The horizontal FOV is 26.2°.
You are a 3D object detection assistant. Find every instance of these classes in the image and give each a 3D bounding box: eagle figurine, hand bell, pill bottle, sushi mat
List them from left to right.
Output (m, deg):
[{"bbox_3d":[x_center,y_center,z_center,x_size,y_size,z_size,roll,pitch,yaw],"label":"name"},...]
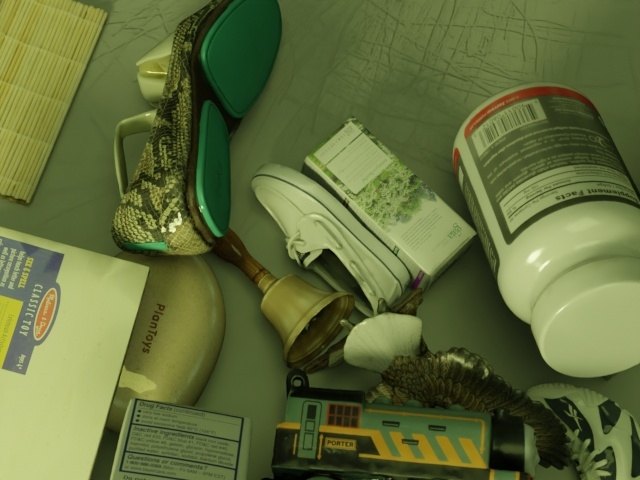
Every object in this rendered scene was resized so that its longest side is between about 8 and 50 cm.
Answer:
[{"bbox_3d":[-0.417,-0.208,1.901,0.151,0.019,0.316,18,69,-1],"label":"sushi mat"},{"bbox_3d":[-0.083,0.043,1.817,0.126,0.126,0.242,-41,68,-18],"label":"hand bell"},{"bbox_3d":[0.147,0.212,1.729,0.225,0.226,0.298,-18,67,-33],"label":"eagle figurine"},{"bbox_3d":[0.308,-0.016,1.748,0.210,0.210,0.363,-6,46,-9],"label":"pill bottle"}]

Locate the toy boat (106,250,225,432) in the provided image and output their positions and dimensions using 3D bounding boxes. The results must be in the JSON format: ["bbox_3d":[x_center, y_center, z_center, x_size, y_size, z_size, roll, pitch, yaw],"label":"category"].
[{"bbox_3d":[-0.281,0.097,1.752,0.318,0.148,0.267,24,64,-4],"label":"toy boat"}]

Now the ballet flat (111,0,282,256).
[{"bbox_3d":[-0.181,-0.170,1.815,0.182,0.164,0.482,-8,45,20],"label":"ballet flat"}]

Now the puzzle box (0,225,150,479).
[{"bbox_3d":[-0.381,0.188,1.604,0.272,0.052,0.408,16,75,-2],"label":"puzzle box"}]

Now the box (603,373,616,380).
[{"bbox_3d":[0.389,0.115,1.832,0.087,0.101,0.102,36,72,7],"label":"box"}]

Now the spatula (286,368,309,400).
[{"bbox_3d":[-0.019,0.310,1.736,0.084,0.030,0.296,-3,88,-8],"label":"spatula"}]

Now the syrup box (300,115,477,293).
[{"bbox_3d":[0.089,-0.046,1.859,0.237,0.096,0.093,44,72,9],"label":"syrup box"}]

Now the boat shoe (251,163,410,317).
[{"bbox_3d":[0.000,0.000,1.828,0.258,0.095,0.084,38,58,9],"label":"boat shoe"}]

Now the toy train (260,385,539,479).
[{"bbox_3d":[0.092,0.272,1.583,0.334,0.142,0.190,4,67,5],"label":"toy train"}]

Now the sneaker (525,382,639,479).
[{"bbox_3d":[0.352,0.293,1.768,0.235,0.094,0.153,31,61,-6],"label":"sneaker"}]

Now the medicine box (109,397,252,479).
[{"bbox_3d":[-0.176,0.372,1.532,0.149,0.263,0.289,10,34,-4],"label":"medicine box"}]
